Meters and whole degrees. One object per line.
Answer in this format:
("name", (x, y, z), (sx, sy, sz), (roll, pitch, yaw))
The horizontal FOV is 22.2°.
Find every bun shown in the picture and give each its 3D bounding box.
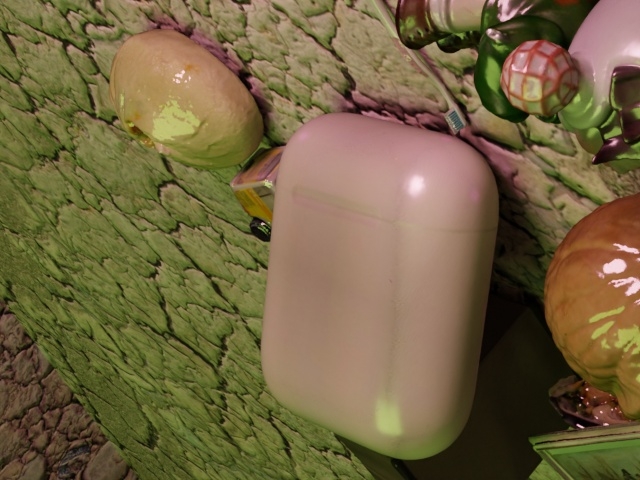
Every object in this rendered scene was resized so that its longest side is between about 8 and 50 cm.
("bun", (-0.178, -0.157, 1.995), (0.222, 0.127, 0.222), (33, 156, 17))

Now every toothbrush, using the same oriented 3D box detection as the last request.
("toothbrush", (0.089, -0.189, 1.613), (0.017, 0.022, 0.204), (1, 131, 56))

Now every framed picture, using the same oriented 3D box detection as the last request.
("framed picture", (0.370, 0.269, 1.735), (0.217, 0.017, 0.274), (45, 149, -15))

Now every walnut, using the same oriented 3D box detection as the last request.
("walnut", (0.308, 0.054, 1.441), (0.228, 0.228, 0.228), (36, 158, 17))

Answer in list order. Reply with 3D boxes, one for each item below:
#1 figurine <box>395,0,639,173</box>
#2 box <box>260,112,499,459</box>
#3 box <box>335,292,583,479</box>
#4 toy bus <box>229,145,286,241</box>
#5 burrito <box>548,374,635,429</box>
("figurine", (0.224, -0.141, 1.250), (0.281, 0.167, 0.370), (2, -164, -46))
("box", (0.058, 0.045, 1.755), (0.288, 0.141, 0.349), (18, 106, 49))
("box", (0.161, 0.196, 1.902), (0.153, 0.252, 0.188), (20, 152, 51))
("toy bus", (0.000, 0.000, 2.046), (0.106, 0.092, 0.268), (-5, 129, 50))
("burrito", (0.420, 0.261, 1.788), (0.348, 0.107, 0.175), (46, 144, -15))
